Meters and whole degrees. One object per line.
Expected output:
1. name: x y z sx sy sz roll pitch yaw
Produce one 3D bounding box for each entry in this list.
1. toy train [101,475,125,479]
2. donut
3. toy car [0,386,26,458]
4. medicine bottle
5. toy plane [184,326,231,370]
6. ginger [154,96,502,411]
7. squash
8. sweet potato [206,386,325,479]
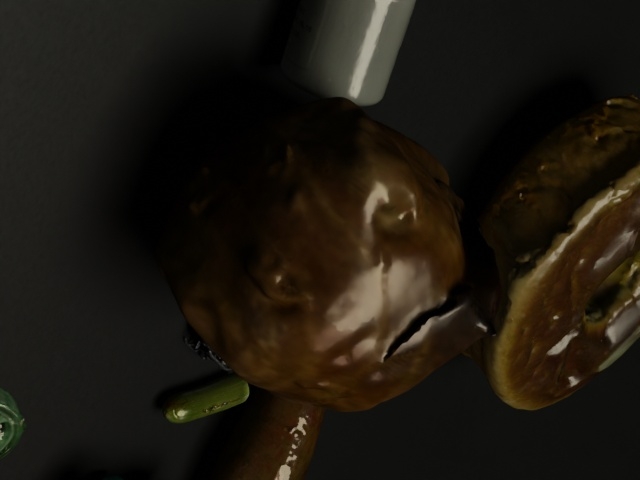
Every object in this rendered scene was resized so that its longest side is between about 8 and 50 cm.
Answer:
1. toy train: -0.188 0.328 1.194 0.194 0.120 0.298 -1 119 -61
2. donut: 0.254 0.005 1.456 0.330 0.160 0.330 -27 144 -22
3. toy car: -0.257 0.153 0.931 0.125 0.136 0.305 -13 130 -20
4. medicine bottle: 0.026 -0.169 1.054 0.080 0.080 0.130 -9 125 -49
5. toy plane: -0.074 0.081 1.196 0.049 0.031 0.120 -57 146 -14
6. ginger: -0.003 0.002 1.068 0.200 0.269 0.223 -39 111 12
7. squash: -0.097 0.132 1.210 0.083 0.027 0.027 -16 130 -44
8. sweet potato: -0.059 0.229 1.302 0.108 0.079 0.346 -27 143 -56
